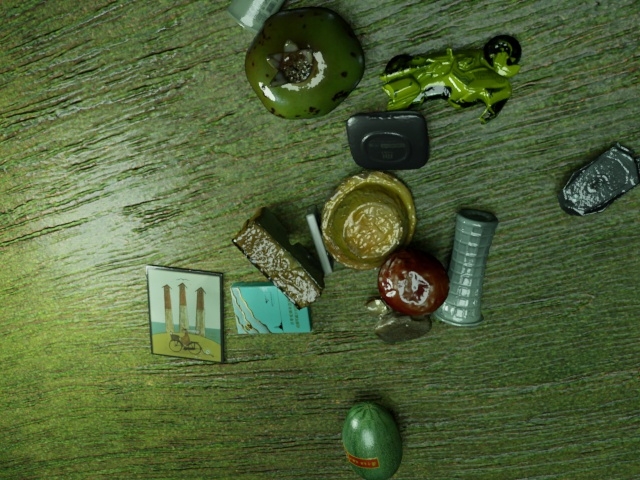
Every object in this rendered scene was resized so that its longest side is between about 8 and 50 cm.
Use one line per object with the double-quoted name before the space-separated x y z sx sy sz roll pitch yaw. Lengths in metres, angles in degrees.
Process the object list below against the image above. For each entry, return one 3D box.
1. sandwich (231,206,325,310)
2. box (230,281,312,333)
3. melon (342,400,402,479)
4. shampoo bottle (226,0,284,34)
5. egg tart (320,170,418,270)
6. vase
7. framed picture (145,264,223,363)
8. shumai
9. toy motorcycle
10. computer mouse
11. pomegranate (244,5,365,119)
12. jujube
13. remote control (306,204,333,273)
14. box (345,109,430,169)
"sandwich" -0.106 0.043 1.889 0.095 0.249 0.273 -42 100 10
"box" -0.147 0.201 2.077 0.229 0.041 0.162 -3 112 11
"melon" 0.162 0.630 2.134 0.182 0.182 0.288 -11 111 14
"shampoo bottle" -0.124 -0.628 1.688 0.118 0.087 0.234 34 114 -6
"egg tart" 0.135 -0.045 1.864 0.288 0.118 0.288 -1 107 -4
"vase" 0.400 0.072 1.876 0.143 0.143 0.299 9 112 6
"framed picture" -0.421 0.233 2.156 0.244 0.013 0.324 6 115 7
"shumai" 0.218 0.209 1.968 0.161 0.209 0.153 -40 58 27
"toy motorcycle" 0.323 -0.378 1.693 0.342 0.142 0.206 -7 74 13
"computer mouse" 0.711 -0.151 1.761 0.231 0.071 0.126 -38 88 12
"pomegranate" -0.028 -0.410 1.644 0.291 0.323 0.291 -7 117 -13
"jujube" 0.248 0.109 1.844 0.190 0.255 0.190 0 88 10
"remote control" 0.000 0.000 1.939 0.029 0.087 0.190 -14 109 10
"box" 0.171 -0.253 1.768 0.212 0.042 0.201 3 145 18
